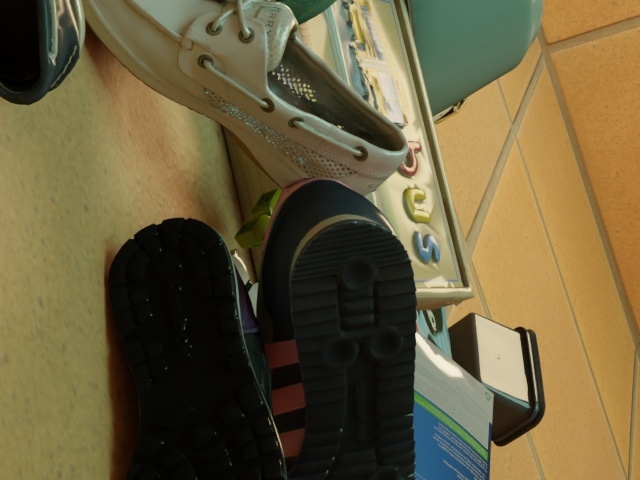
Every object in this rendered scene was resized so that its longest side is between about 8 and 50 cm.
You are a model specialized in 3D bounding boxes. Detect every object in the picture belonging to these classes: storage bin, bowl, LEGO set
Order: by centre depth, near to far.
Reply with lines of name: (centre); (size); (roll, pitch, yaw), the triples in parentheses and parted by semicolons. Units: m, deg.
LEGO set: (0.000, 0.000, 1.260); (0.093, 0.087, 0.227); (54, 40, -21)
bowl: (0.128, -0.278, 1.730); (0.311, 0.163, 0.312); (169, -90, -80)
storage bin: (0.184, 0.152, 1.865); (0.091, 0.098, 0.135); (29, 41, -29)

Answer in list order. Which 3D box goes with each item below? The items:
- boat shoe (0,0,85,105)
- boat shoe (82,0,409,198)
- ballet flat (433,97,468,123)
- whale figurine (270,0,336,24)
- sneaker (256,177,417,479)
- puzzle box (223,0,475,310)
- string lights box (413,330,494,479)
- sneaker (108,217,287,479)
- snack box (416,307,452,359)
boat shoe: (-0.199, -0.197, 0.914); (0.079, 0.095, 0.255); (-94, 172, -69)
boat shoe: (-0.051, -0.134, 1.163); (0.277, 0.096, 0.098); (37, 42, -17)
ballet flat: (0.132, -0.177, 2.005); (0.232, 0.073, 0.080); (-34, 108, -72)
whale figurine: (-0.048, -0.284, 1.278); (0.141, 0.216, 0.272); (6, 50, -34)
sneaker: (0.004, 0.105, 1.163); (0.131, 0.112, 0.319); (-120, -147, -59)
puzzle box: (0.007, -0.135, 1.462); (0.272, 0.052, 0.409); (1, 73, -56)
string lights box: (0.068, 0.206, 1.327); (0.133, 0.076, 0.260); (40, 40, -30)
sneaker: (-0.060, 0.132, 1.048); (0.124, 0.107, 0.283); (60, 21, -57)
snack box: (0.078, 0.143, 1.555); (0.187, 0.060, 0.322); (45, 33, -56)
